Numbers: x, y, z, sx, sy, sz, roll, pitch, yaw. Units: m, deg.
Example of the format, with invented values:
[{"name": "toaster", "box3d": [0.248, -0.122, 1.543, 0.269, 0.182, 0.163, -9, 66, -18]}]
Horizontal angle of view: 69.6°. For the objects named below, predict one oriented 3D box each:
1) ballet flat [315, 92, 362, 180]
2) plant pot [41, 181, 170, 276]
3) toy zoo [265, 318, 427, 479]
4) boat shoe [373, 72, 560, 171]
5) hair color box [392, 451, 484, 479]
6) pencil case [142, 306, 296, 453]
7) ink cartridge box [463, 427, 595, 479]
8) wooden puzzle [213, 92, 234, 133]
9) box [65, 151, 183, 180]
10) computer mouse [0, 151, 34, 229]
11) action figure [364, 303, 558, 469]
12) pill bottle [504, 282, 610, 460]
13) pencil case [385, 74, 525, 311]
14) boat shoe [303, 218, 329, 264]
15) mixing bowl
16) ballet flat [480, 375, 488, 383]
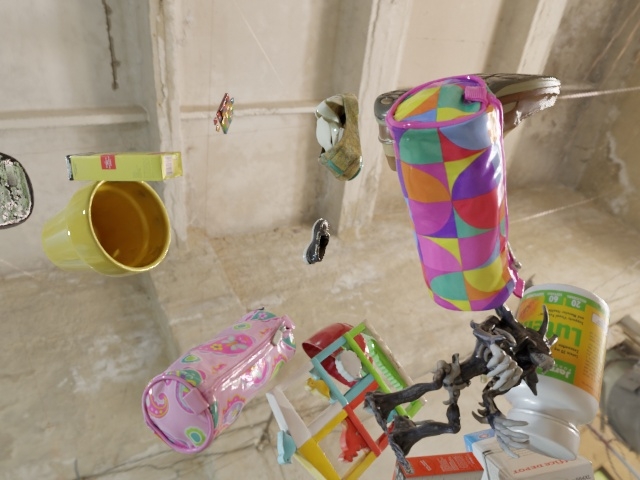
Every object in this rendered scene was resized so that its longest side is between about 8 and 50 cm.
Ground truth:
[{"name": "ballet flat", "box3d": [0.038, -0.292, 1.166, 0.123, 0.349, 0.123, -1, -42, -1]}, {"name": "plant pot", "box3d": [-0.560, -0.020, 1.175, 0.238, 0.254, 0.254, -14, -32, 25]}, {"name": "toy zoo", "box3d": [0.039, 0.281, 0.783, 0.293, 0.192, 0.030, -28, -13, -40]}, {"name": "boat shoe", "box3d": [0.224, -0.185, 0.709, 0.323, 0.122, 0.120, -17, -63, -20]}, {"name": "hair color box", "box3d": [0.192, 0.396, 0.762, 0.141, 0.043, 0.072, 3, -71, -16]}, {"name": "pencil case", "box3d": [-0.138, 0.199, 0.714, 0.124, 0.124, 0.284, -56, -12, 22]}, {"name": "ink cartridge box", "box3d": [0.383, 0.426, 0.864, 0.148, 0.086, 0.203, -10, 0, -5]}, {"name": "wooden puzzle", "box3d": [-0.163, -0.218, 0.794, 0.006, 0.083, 0.049, 10, -26, 10]}, {"name": "box", "box3d": [-0.424, -0.162, 0.999, 0.087, 0.232, 0.058, -44, -45, -68]}, {"name": "computer mouse", "box3d": [-0.420, -0.084, 0.461, 0.060, 0.262, 0.184, -10, -80, 11]}, {"name": "action figure", "box3d": [0.203, 0.182, 0.573, 0.275, 0.141, 0.164, -28, -71, -5]}, {"name": "pill bottle", "box3d": [0.370, 0.205, 0.734, 0.246, 0.136, 0.136, -64, -31, -26]}, {"name": "pencil case", "box3d": [0.136, -0.035, 0.449, 0.104, 0.104, 0.236, -31, -54, -8]}, {"name": "boat shoe", "box3d": [0.000, 0.000, 0.977, 0.038, 0.125, 0.046, -9, -53, 31]}, {"name": "mixing bowl", "box3d": [0.055, 0.258, 1.074, 0.098, 0.181, 0.181, -51, -33, -24]}, {"name": "ballet flat", "box3d": [0.482, 0.319, 1.273, 0.173, 0.049, 0.057, -55, -27, -27]}]
